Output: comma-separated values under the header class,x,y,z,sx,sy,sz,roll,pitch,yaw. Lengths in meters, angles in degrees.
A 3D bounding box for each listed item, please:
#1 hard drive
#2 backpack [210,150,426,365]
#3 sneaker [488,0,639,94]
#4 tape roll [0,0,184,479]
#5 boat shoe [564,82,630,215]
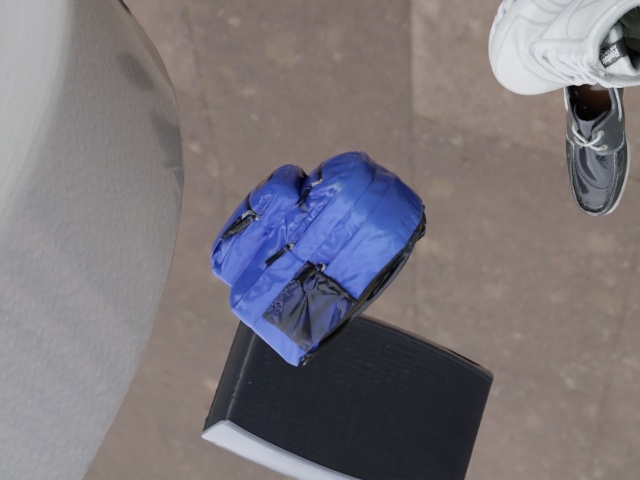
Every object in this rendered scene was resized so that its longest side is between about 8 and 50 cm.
class,x,y,z,sx,sy,sz,roll,pitch,yaw
hard drive,0.033,0.153,1.248,0.255,0.172,0.054,21,167,-9
backpack,0.000,0.000,0.802,0.101,0.098,0.120,42,104,-12
sneaker,0.232,-0.176,1.102,0.110,0.118,0.292,26,155,-20
tape roll,-0.231,0.022,0.440,0.392,0.392,0.072,4,146,33
boat shoe,0.321,-0.138,1.571,0.084,0.079,0.233,10,112,31
